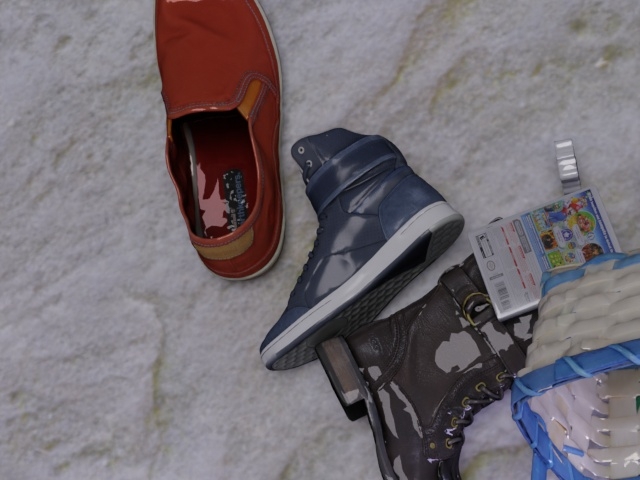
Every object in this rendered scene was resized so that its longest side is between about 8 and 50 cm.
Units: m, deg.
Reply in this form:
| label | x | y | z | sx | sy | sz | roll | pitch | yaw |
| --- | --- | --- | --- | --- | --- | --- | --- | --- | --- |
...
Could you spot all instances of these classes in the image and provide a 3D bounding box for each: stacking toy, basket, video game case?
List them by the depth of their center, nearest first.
| label | x | y | z | sx | sy | sz | roll | pitch | yaw |
| --- | --- | --- | --- | --- | --- | --- | --- | --- | --- |
| basket | 0.275 | 0.143 | 1.269 | 0.254 | 0.201 | 0.289 | -15 | 43 | 30 |
| video game case | 0.200 | 0.011 | 1.457 | 0.122 | 0.011 | 0.087 | -21 | 68 | 7 |
| stacking toy | 0.307 | -0.009 | 1.467 | 0.167 | 0.052 | 0.221 | -12 | 65 | 10 |

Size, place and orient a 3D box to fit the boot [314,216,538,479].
| label | x | y | z | sx | sy | sz | roll | pitch | yaw |
| --- | --- | --- | --- | --- | --- | --- | --- | --- | --- |
| boot | 0.142 | 0.135 | 1.473 | 0.229 | 0.091 | 0.263 | -28 | 81 | -4 |

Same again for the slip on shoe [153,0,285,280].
| label | x | y | z | sx | sy | sz | roll | pitch | yaw |
| --- | --- | --- | --- | --- | --- | --- | --- | --- | --- |
| slip on shoe | -0.099 | -0.128 | 1.571 | 0.123 | 0.101 | 0.331 | -11 | 75 | 11 |

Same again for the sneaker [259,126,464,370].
| label | x | y | z | sx | sy | sz | roll | pitch | yaw |
| --- | --- | --- | --- | --- | --- | --- | --- | --- | --- |
| sneaker | 0.001 | 0.000 | 1.533 | 0.226 | 0.086 | 0.163 | -42 | 67 | 6 |
